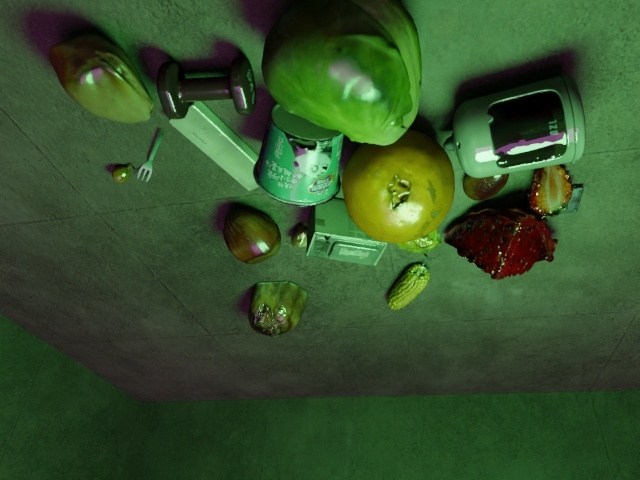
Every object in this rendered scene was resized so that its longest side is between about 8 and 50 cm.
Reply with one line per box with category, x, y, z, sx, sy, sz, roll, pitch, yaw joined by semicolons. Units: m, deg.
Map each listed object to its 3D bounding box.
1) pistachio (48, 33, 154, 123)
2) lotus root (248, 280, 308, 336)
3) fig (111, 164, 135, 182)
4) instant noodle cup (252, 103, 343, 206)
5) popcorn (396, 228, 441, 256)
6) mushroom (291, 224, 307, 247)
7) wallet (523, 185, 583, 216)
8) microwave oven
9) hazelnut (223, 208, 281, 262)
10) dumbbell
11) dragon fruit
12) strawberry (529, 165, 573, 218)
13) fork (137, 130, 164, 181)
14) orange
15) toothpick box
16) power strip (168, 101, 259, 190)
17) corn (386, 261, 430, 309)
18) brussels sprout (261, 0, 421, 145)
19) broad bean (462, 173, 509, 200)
pistachio;-0.533;-0.383;1.181;0.212;0.163;0.261;19;160;14
lotus root;-0.193;0.303;2.064;0.271;0.192;0.272;7;140;6
fig;-0.614;-0.214;1.500;0.083;0.050;0.050;-25;136;19
instant noodle cup;-0.047;-0.242;1.263;0.250;0.251;0.190;9;135;-6
popcorn;0.321;-0.021;1.593;0.173;0.143;0.174;7;142;5
mushroom;0.000;0.000;1.720;0.208;0.071;0.085;12;111;-16
wallet;0.734;-0.126;1.513;0.165;0.030;0.111;-6;139;11
microwave oven;0.083;-0.023;1.577;0.240;0.194;0.145;9;145;-11
hazelnut;-0.228;-0.020;1.633;0.186;0.210;0.210;-9;149;-25
dumbbell;-0.277;-0.375;1.181;0.225;0.124;0.141;-2;134;8
dragon fruit;0.624;-0.037;1.582;0.328;0.286;0.228;-5;115;-26
strawberry;0.668;-0.155;1.417;0.082;0.146;0.187;18;129;57
fork;-0.509;-0.258;1.453;0.039;0.021;0.235;19;140;-26
orange;0.210;-0.147;1.306;0.311;0.313;0.312;2;144;2
toothpick box;0.470;-0.274;1.204;0.315;0.229;0.229;-9;142;20
power strip;-0.277;-0.267;1.400;0.106;0.043;0.367;-20;137;29
corn;0.348;0.193;1.918;0.101;0.102;0.310;12;142;-12
brussels sprout;0.065;-0.370;1.035;0.370;0.276;0.314;23;143;-25
broad bean;0.493;-0.178;1.423;0.114;0.085;0.165;34;143;-11
